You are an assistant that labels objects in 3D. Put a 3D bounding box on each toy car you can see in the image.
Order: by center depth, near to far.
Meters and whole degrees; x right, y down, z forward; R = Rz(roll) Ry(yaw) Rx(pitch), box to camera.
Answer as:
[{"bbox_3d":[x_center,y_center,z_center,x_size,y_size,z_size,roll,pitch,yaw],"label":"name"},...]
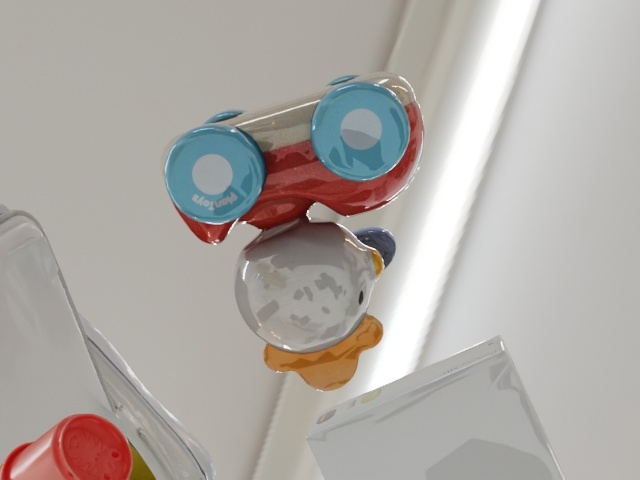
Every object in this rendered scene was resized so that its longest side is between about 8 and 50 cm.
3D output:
[{"bbox_3d":[0.000,0.000,0.988,0.210,0.219,0.238,-16,-81,3],"label":"toy car"}]

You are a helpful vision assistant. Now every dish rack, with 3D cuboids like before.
[{"bbox_3d":[-0.299,0.146,1.167,0.285,0.072,0.332,-44,-60,-56],"label":"dish rack"}]

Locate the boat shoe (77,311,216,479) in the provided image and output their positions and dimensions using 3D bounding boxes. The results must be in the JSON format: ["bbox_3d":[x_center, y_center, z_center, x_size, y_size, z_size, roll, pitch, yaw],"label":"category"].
[{"bbox_3d":[-0.292,0.201,1.407,0.367,0.156,0.136,44,-71,6],"label":"boat shoe"}]

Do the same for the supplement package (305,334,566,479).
[{"bbox_3d":[0.145,0.265,1.508,0.262,0.145,0.204,-25,-89,6],"label":"supplement package"}]

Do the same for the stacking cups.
[{"bbox_3d":[-0.257,0.220,0.908,0.096,0.096,0.316,22,-48,-33],"label":"stacking cups"}]

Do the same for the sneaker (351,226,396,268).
[{"bbox_3d":[0.045,0.013,1.315,0.053,0.144,0.059,48,-120,-2],"label":"sneaker"}]
